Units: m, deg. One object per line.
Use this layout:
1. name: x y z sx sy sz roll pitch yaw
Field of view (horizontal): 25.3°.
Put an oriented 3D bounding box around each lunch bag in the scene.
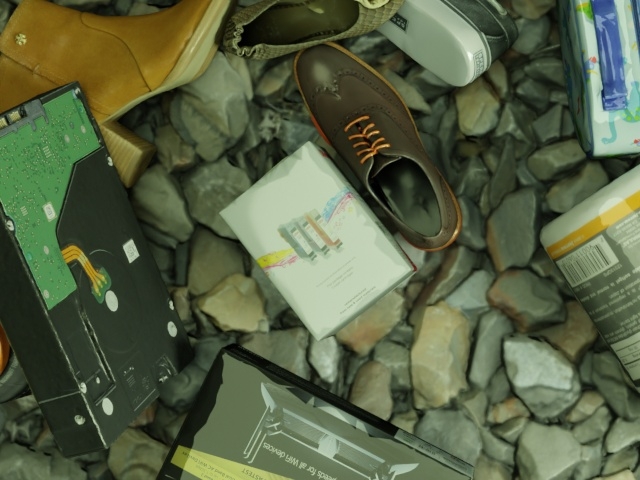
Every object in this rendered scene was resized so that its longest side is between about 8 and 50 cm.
1. lunch bag: 0.298 -0.193 1.471 0.090 0.176 0.219 -8 88 8

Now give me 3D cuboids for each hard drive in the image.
1. hard drive: -0.260 0.023 1.476 0.064 0.237 0.339 -16 104 23

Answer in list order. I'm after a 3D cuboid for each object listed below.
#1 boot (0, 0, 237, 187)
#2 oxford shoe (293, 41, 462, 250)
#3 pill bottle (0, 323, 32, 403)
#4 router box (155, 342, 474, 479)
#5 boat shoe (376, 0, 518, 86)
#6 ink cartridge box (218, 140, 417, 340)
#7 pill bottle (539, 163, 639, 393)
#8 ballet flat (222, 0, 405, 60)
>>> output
1. boot: -0.235 -0.225 1.580 0.211 0.104 0.295 32 98 6
2. oxford shoe: 0.062 -0.109 1.540 0.097 0.098 0.271 -39 85 7
3. pill bottle: -0.341 0.107 1.520 0.130 0.246 0.130 0 90 8
4. router box: -0.021 0.289 1.558 0.309 0.081 0.243 27 93 7
5. boat shoe: 0.086 -0.294 1.544 0.301 0.108 0.102 42 62 18
6. ink cartridge box: 0.000 0.000 1.534 0.127 0.128 0.176 -38 84 6
7. pill bottle: 0.362 0.065 1.469 0.162 0.162 0.278 -33 86 6
8. ballet flat: -0.012 -0.242 1.514 0.250 0.058 0.084 -12 105 39
